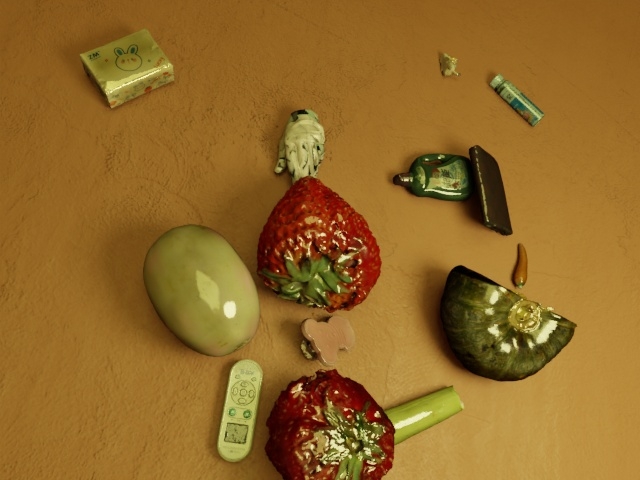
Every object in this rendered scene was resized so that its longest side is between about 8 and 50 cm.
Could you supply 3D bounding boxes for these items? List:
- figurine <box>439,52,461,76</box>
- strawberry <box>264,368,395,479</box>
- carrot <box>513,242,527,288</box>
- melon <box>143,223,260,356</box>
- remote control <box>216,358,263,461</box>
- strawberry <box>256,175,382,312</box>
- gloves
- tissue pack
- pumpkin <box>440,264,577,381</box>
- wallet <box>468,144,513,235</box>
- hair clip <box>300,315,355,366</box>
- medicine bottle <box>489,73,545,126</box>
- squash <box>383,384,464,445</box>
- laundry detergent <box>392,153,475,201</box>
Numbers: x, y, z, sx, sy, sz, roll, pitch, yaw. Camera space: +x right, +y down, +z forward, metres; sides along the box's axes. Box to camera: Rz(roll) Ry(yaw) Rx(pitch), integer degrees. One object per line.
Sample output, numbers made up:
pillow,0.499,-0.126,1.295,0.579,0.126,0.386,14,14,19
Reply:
figurine,0.402,-0.540,1.674,0.050,0.047,0.083,6,61,-24
strawberry,0.007,0.413,1.147,0.274,0.220,0.274,11,65,-23
carrot,0.546,0.071,1.473,0.035,0.035,0.142,18,60,-3
melon,-0.263,0.106,1.211,0.223,0.223,0.317,-31,73,-19
remote control,-0.181,0.380,1.219,0.078,0.042,0.221,10,69,-7
strawberry,0.000,0.000,1.305,0.312,0.267,0.351,32,33,-25
gloves,-0.052,-0.240,1.444,0.127,0.111,0.212,7,61,-13
tissue pack,-0.515,-0.461,1.448,0.196,0.092,0.148,-33,79,-19
pumpkin,0.421,0.215,1.323,0.325,0.242,0.232,28,96,-3
wallet,0.464,-0.132,1.481,0.182,0.049,0.229,18,61,-52
hair clip,0.024,0.228,1.280,0.138,0.102,0.123,-23,78,-18
medicine bottle,0.603,-0.431,1.661,0.051,0.051,0.191,-39,80,-21
squash,0.224,0.406,1.260,0.250,0.083,0.083,-18,74,-17
laundry detergent,0.309,-0.178,1.501,0.221,0.078,0.144,2,67,-7
